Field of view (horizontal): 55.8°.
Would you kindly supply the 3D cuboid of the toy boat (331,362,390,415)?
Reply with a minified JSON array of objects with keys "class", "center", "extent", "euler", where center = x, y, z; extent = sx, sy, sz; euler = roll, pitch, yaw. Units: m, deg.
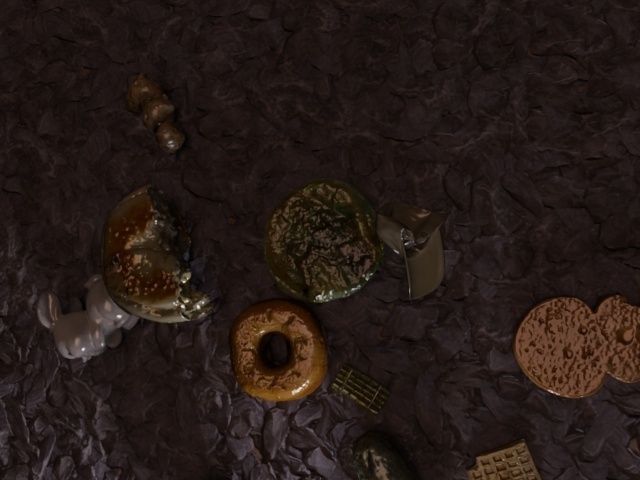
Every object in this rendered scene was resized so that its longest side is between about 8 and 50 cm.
[{"class":"toy boat","center":[0.085,0.313,1.275],"extent":[0.115,0.016,0.063],"euler":[29,90,13]}]

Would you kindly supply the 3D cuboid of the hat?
[{"class":"hat","center":[0.174,0.022,1.255],"extent":[0.144,0.166,0.173],"euler":[28,114,36]}]

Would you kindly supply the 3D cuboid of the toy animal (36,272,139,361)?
[{"class":"toy animal","center":[-0.516,0.167,1.360],"extent":[0.193,0.127,0.178],"euler":[-30,76,8]}]

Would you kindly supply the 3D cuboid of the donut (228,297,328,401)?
[{"class":"donut","center":[-0.089,0.229,1.273],"extent":[0.227,0.114,0.226],"euler":[-2,81,10]}]

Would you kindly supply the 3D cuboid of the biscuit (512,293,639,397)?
[{"class":"biscuit","center":[0.528,0.199,1.186],"extent":[0.289,0.044,0.202],"euler":[-15,81,8]}]

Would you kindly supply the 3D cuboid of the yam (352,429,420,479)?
[{"class":"yam","center":[0.158,0.531,1.175],"extent":[0.133,0.133,0.330],"euler":[-27,76,7]}]

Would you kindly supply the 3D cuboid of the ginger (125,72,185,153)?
[{"class":"ginger","center":[-0.382,-0.293,1.415],"extent":[0.104,0.080,0.204],"euler":[-43,74,18]}]

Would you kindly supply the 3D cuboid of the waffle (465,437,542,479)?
[{"class":"waffle","center":[0.359,0.458,1.200],"extent":[0.135,0.021,0.092],"euler":[-21,81,7]}]

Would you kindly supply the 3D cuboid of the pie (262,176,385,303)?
[{"class":"pie","center":[0.000,0.000,1.301],"extent":[0.277,0.078,0.277],"euler":[-2,81,12]}]

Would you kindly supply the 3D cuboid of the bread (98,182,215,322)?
[{"class":"bread","center":[-0.372,0.057,1.320],"extent":[0.192,0.171,0.314],"euler":[-29,78,6]}]
